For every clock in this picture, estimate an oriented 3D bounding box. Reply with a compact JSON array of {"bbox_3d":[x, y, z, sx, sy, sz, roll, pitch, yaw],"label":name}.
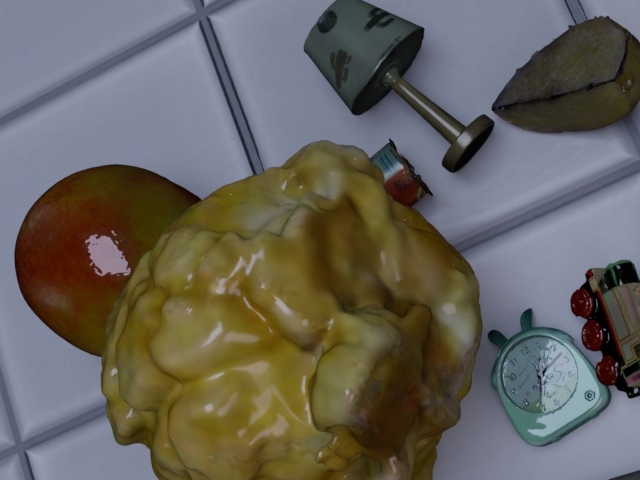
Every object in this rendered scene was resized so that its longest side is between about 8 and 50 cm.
[{"bbox_3d":[0.225,0.135,1.297,0.101,0.041,0.135,-34,69,12],"label":"clock"}]

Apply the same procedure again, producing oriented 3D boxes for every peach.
[{"bbox_3d":[-0.216,0.023,1.387,0.231,0.231,0.231,-4,79,20],"label":"peach"}]

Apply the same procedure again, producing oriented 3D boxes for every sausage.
[{"bbox_3d":[0.000,0.000,1.391,0.264,0.083,0.083,-40,69,11],"label":"sausage"}]

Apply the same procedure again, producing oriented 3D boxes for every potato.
[{"bbox_3d":[0.277,-0.163,1.325,0.172,0.089,0.101,-15,50,49],"label":"potato"}]

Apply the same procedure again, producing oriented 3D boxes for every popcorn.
[{"bbox_3d":[-0.026,0.102,1.208,0.354,0.390,0.344,5,65,-1],"label":"popcorn"}]

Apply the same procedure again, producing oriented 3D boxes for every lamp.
[{"bbox_3d":[0.087,-0.170,1.368,0.214,0.121,0.121,41,96,13],"label":"lamp"}]

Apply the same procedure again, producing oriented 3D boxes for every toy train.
[{"bbox_3d":[0.300,0.082,1.249,0.087,0.050,0.138,-47,51,48],"label":"toy train"}]

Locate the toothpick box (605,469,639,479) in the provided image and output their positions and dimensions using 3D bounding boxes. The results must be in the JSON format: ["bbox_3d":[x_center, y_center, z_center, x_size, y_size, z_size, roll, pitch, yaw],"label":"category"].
[{"bbox_3d":[0.284,0.283,1.209,0.180,0.111,0.111,-21,73,18],"label":"toothpick box"}]
